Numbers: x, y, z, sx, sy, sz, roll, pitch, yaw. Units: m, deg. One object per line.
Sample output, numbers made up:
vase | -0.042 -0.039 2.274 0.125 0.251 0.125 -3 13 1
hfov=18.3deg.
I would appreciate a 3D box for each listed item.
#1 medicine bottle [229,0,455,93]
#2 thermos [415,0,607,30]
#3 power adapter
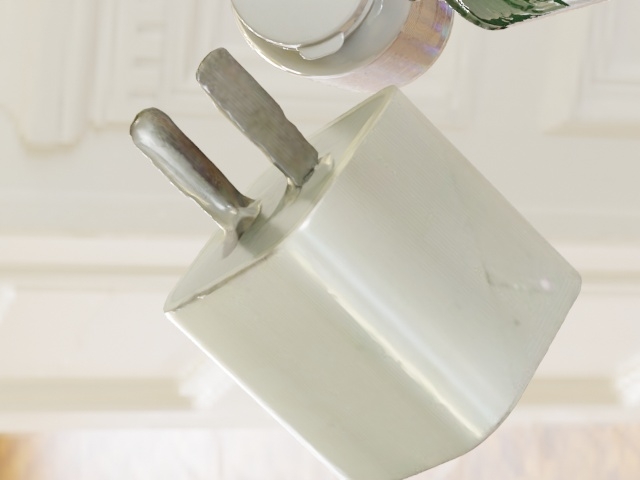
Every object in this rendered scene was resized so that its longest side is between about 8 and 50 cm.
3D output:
medicine bottle | 0.010 -0.142 1.143 0.191 0.107 0.107 0 -88 -76
thermos | 0.094 -0.119 0.650 0.188 0.073 0.083 -10 78 45
power adapter | 0.000 0.000 0.929 0.130 0.205 0.125 -27 22 50
